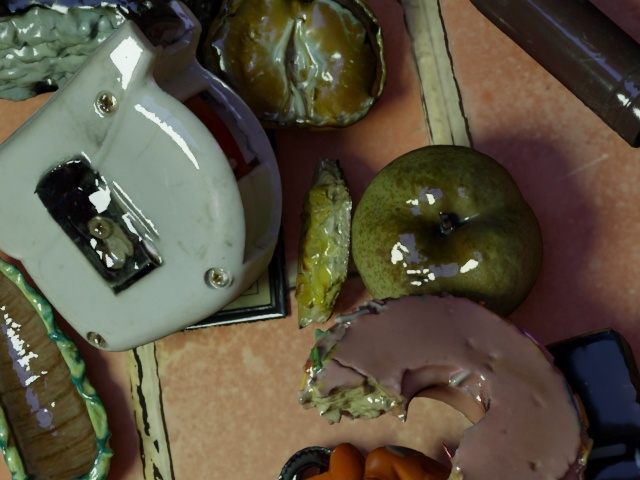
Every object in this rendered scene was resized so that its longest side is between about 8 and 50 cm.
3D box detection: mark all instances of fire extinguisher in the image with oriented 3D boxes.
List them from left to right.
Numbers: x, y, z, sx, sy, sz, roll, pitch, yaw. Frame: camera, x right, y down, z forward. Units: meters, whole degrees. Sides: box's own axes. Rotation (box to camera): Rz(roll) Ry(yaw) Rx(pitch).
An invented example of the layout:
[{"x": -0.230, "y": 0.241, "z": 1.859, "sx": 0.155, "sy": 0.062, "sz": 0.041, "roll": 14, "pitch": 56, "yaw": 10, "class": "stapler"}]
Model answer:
[{"x": 0.210, "y": -0.197, "z": 1.348, "sx": 0.089, "sy": 0.072, "sz": 0.268, "roll": -33, "pitch": 67, "yaw": -28, "class": "fire extinguisher"}]

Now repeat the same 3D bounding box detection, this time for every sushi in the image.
[{"x": -0.259, "y": -0.238, "z": 1.438, "sx": 0.350, "sy": 0.211, "sz": 0.171, "roll": -6, "pitch": 73, "yaw": 11, "class": "sushi"}]

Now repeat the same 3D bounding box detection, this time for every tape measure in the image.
[{"x": -0.164, "y": -0.046, "z": 1.338, "sx": 0.258, "sy": 0.130, "sz": 0.265, "roll": -38, "pitch": 91, "yaw": 29, "class": "tape measure"}]

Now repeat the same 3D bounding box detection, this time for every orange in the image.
[{"x": -0.025, "y": -0.163, "z": 1.388, "sx": 0.160, "sy": 0.112, "sz": 0.170, "roll": -35, "pitch": 83, "yaw": -9, "class": "orange"}]

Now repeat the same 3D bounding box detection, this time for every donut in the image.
[{"x": 0.103, "y": 0.143, "z": 1.187, "sx": 0.199, "sy": 0.085, "sz": 0.233, "roll": -24, "pitch": 65, "yaw": -29, "class": "donut"}]

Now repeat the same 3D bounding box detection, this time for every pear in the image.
[{"x": 0.107, "y": -0.002, "z": 1.303, "sx": 0.167, "sy": 0.136, "sz": 0.167, "roll": -3, "pitch": 78, "yaw": 12, "class": "pear"}]

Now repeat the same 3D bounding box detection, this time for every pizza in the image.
[{"x": -0.001, "y": 0.000, "z": 1.363, "sx": 0.035, "sy": 0.099, "sz": 0.160, "roll": 6, "pitch": 83, "yaw": -13, "class": "pizza"}]

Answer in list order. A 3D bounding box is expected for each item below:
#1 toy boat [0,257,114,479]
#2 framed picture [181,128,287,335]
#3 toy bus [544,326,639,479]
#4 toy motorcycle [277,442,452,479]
[{"x": -0.278, "y": 0.115, "z": 1.432, "sx": 0.108, "sy": 0.099, "sz": 0.293, "roll": -30, "pitch": 79, "yaw": 11, "class": "toy boat"}, {"x": -0.128, "y": -0.009, "z": 1.449, "sx": 0.195, "sy": 0.010, "sz": 0.199, "roll": -8, "pitch": 77, "yaw": 17, "class": "framed picture"}, {"x": 0.261, "y": 0.276, "z": 1.223, "sx": 0.093, "sy": 0.092, "sz": 0.409, "roll": -17, "pitch": 75, "yaw": 17, "class": "toy bus"}, {"x": 0.073, "y": 0.309, "z": 1.262, "sx": 0.221, "sy": 0.147, "sz": 0.326, "roll": -28, "pitch": 69, "yaw": 34, "class": "toy motorcycle"}]
